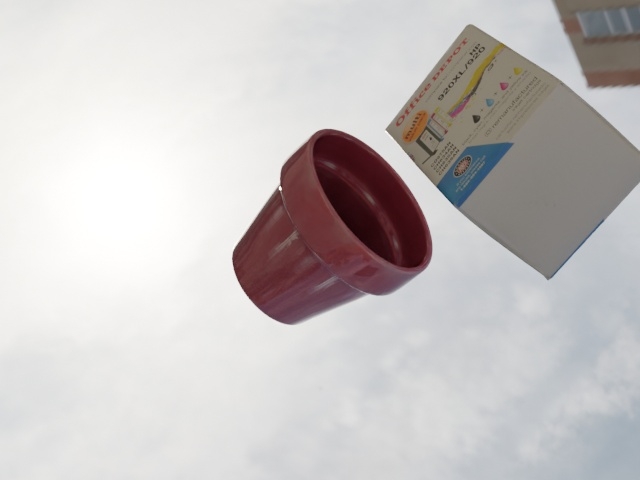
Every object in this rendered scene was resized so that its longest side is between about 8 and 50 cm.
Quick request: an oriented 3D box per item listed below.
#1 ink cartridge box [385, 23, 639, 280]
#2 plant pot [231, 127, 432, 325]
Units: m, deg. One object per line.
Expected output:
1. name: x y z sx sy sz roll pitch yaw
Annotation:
1. ink cartridge box: 0.215 -0.108 1.136 0.171 0.168 0.233 -51 -151 11
2. plant pot: 0.000 0.000 1.168 0.180 0.201 0.201 -38 -141 29
